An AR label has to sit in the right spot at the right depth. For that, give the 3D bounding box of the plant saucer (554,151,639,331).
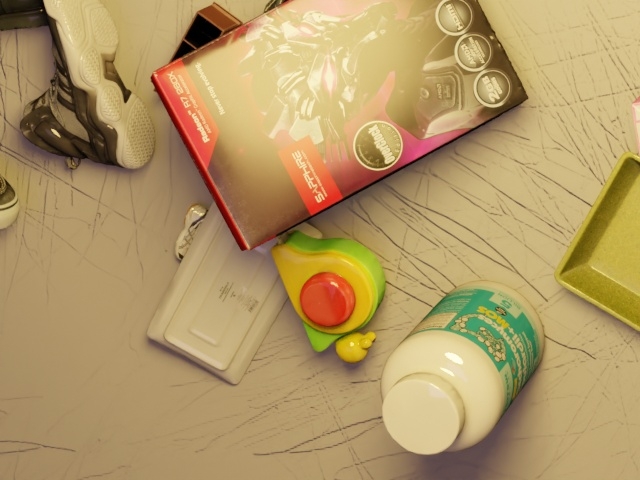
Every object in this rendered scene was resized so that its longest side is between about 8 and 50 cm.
[{"bbox_3d":[0.394,0.012,1.943,0.188,0.045,0.188,32,118,11],"label":"plant saucer"}]

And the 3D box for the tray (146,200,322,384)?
[{"bbox_3d":[-0.118,0.063,2.188,0.145,0.030,0.270,29,119,-1],"label":"tray"}]

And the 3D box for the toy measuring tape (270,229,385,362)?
[{"bbox_3d":[0.000,0.000,2.072,0.121,0.121,0.330,-14,106,28],"label":"toy measuring tape"}]

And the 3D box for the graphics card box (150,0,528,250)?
[{"bbox_3d":[0.021,-0.173,1.914,0.371,0.094,0.233,-28,93,-3],"label":"graphics card box"}]

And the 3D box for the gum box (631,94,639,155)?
[{"bbox_3d":[0.444,-0.143,1.826,0.188,0.107,0.062,-5,107,26],"label":"gum box"}]

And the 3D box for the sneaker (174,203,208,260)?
[{"bbox_3d":[-0.164,-0.005,2.196,0.037,0.032,0.083,27,118,13],"label":"sneaker"}]

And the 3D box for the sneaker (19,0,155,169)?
[{"bbox_3d":[-0.324,-0.201,2.137,0.153,0.101,0.268,-8,120,28],"label":"sneaker"}]

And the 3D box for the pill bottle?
[{"bbox_3d":[0.161,0.155,1.974,0.146,0.264,0.146,9,113,21],"label":"pill bottle"}]

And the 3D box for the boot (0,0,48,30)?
[{"bbox_3d":[-0.452,-0.371,2.152,0.246,0.094,0.207,-3,111,18],"label":"boot"}]

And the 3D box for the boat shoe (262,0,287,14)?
[{"bbox_3d":[-0.029,-0.170,2.000,0.095,0.079,0.254,2,86,-6],"label":"boat shoe"}]

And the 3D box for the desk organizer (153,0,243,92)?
[{"bbox_3d":[-0.154,-0.229,2.097,0.047,0.050,0.130,37,119,8],"label":"desk organizer"}]

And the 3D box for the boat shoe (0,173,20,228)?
[{"bbox_3d":[-0.538,-0.139,2.263,0.335,0.121,0.119,33,123,12],"label":"boat shoe"}]
